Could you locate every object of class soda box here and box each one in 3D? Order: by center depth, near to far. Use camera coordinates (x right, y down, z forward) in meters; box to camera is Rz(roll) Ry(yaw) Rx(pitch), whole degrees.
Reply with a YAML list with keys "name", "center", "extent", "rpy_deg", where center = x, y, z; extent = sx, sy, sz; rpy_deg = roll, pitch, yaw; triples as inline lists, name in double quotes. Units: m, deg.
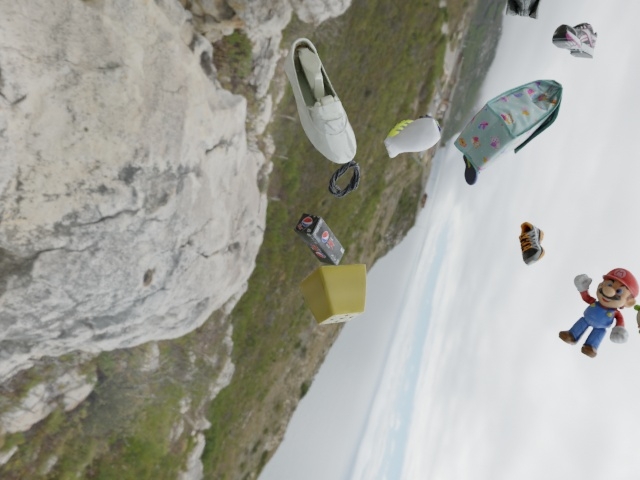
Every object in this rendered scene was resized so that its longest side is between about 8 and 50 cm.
- name: "soda box"
  center: [0.000, 0.000, 1.134]
  extent: [0.053, 0.060, 0.169]
  rpy_deg: [-62, 144, -20]

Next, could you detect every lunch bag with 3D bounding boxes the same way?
- name: "lunch bag"
  center: [0.569, -0.352, 1.317]
  extent: [0.262, 0.160, 0.223]
  rpy_deg: [-32, 170, -19]

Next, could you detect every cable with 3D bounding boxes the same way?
- name: "cable"
  center: [0.105, -0.274, 1.934]
  extent: [0.151, 0.047, 0.184]
  rpy_deg: [-15, 140, -22]

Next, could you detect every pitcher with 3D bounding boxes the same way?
- name: "pitcher"
  center: [0.383, -0.429, 1.828]
  extent: [0.125, 0.207, 0.178]
  rpy_deg: [63, 27, -16]

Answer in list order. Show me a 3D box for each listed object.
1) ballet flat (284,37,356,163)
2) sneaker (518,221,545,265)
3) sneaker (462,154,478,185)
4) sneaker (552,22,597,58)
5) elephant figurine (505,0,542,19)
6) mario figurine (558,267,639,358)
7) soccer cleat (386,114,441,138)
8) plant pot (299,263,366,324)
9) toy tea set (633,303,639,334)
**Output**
- name: "ballet flat"
  center: [-0.006, -0.417, 1.296]
  extent: [0.139, 0.139, 0.400]
  rpy_deg: [37, 30, -76]
- name: "sneaker"
  center: [0.779, 0.013, 1.654]
  extent: [0.084, 0.083, 0.215]
  rpy_deg: [-41, -166, 41]
- name: "sneaker"
  center: [0.557, -0.261, 1.606]
  extent: [0.053, 0.059, 0.144]
  rpy_deg: [-23, -126, 49]
- name: "sneaker"
  center: [0.705, -0.566, 1.220]
  extent: [0.178, 0.072, 0.077]
  rpy_deg: [3, 107, -41]
- name: "elephant figurine"
  center: [0.824, -0.954, 1.757]
  extent: [0.169, 0.186, 0.239]
  rpy_deg: [62, -1, 35]
- name: "mario figurine"
  center: [0.956, 0.235, 1.520]
  extent: [0.320, 0.198, 0.170]
  rpy_deg: [-63, 172, 9]
- name: "soccer cleat"
  center: [0.432, -0.495, 2.025]
  extent: [0.289, 0.121, 0.093]
  rpy_deg: [-24, 153, -24]
- name: "plant pot"
  center: [0.062, 0.221, 1.755]
  extent: [0.212, 0.212, 0.187]
  rpy_deg: [-44, -128, 54]
- name: "toy tea set"
  center: [0.952, 0.130, 1.158]
  extent: [0.336, 0.124, 0.200]
  rpy_deg: [-55, 148, 7]
